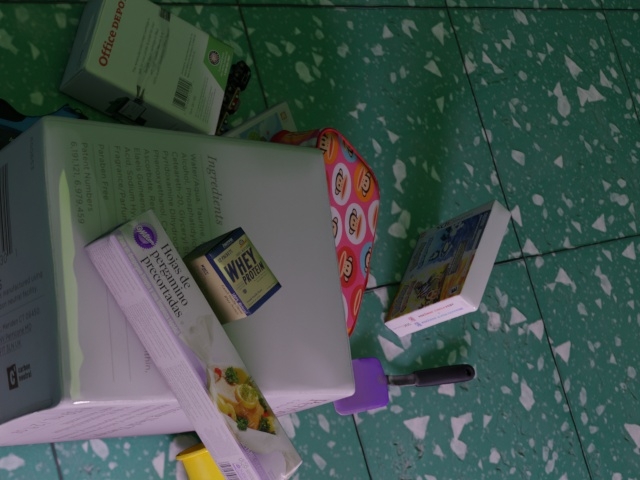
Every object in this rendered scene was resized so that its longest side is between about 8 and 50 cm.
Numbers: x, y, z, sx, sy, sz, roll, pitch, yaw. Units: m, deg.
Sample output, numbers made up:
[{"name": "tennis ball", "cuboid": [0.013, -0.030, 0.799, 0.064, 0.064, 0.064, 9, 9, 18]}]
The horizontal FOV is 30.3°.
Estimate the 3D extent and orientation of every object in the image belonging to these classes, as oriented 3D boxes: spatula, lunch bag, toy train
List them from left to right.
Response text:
[{"name": "toy train", "cuboid": [-0.143, -0.216, 1.835, 0.036, 0.027, 0.158, 44, 50, -31]}, {"name": "lunch bag", "cuboid": [0.000, 0.000, 1.767, 0.258, 0.120, 0.293, 42, 55, -50]}, {"name": "spatula", "cuboid": [0.139, 0.223, 1.895, 0.297, 0.030, 0.084, -1, 73, -39]}]

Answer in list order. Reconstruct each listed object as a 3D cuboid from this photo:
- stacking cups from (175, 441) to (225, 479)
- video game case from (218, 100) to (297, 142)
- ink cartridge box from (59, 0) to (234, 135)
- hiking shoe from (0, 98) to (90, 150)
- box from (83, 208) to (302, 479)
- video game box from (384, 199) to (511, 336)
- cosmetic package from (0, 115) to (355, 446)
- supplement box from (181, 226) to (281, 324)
[{"name": "stacking cups", "cuboid": [-0.098, 0.420, 1.588, 0.096, 0.096, 0.316, -18, 85, -41]}, {"name": "video game case", "cuboid": [-0.090, -0.085, 1.798, 0.212, 0.023, 0.193, -36, 112, -41]}, {"name": "ink cartridge box", "cuboid": [-0.250, -0.250, 1.714, 0.219, 0.093, 0.160, 26, 60, -29]}, {"name": "hiking shoe", "cuboid": [-0.314, -0.126, 1.602, 0.304, 0.113, 0.132, 2, 73, -38]}, {"name": "box", "cuboid": [-0.133, 0.123, 1.255, 0.063, 0.067, 0.324, -37, 99, -40]}, {"name": "video game box", "cuboid": [0.206, 0.045, 1.912, 0.048, 0.187, 0.205, 38, 53, -18]}, {"name": "cosmetic package", "cuboid": [-0.221, 0.066, 1.462, 0.394, 0.329, 0.327, 3, 72, -38]}, {"name": "supplement box", "cuboid": [-0.104, 0.042, 1.291, 0.056, 0.083, 0.083, -42, 103, -39]}]
